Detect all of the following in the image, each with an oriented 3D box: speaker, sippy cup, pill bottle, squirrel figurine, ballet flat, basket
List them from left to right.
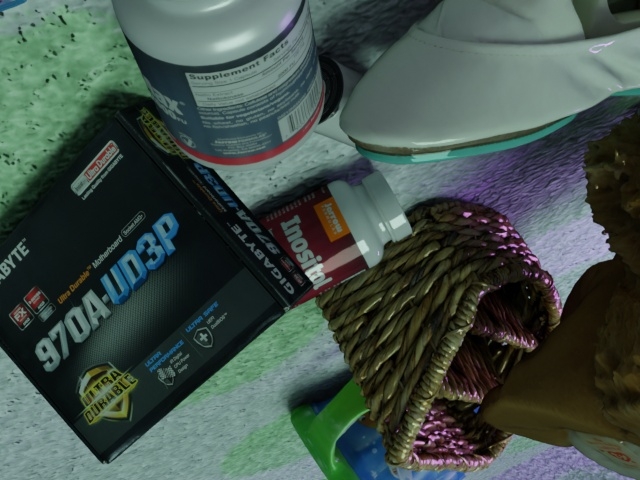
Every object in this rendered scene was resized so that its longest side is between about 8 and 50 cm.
[{"bbox_3d":[-0.058,-0.127,0.555,0.108,0.108,0.180,-24,153,-5],"label":"pill bottle"},{"bbox_3d":[0.000,0.000,0.870,0.152,0.086,0.086,-28,154,2],"label":"pill bottle"},{"bbox_3d":[0.033,-0.097,0.755,0.055,0.055,0.136,-39,152,25],"label":"speaker"},{"bbox_3d":[0.113,0.273,1.352,0.224,0.240,0.305,-35,177,-5],"label":"sippy cup"},{"bbox_3d":[0.169,0.110,1.078,0.213,0.223,0.299,-35,152,17],"label":"basket"},{"bbox_3d":[0.180,-0.159,0.724,0.400,0.139,0.139,-15,152,-30],"label":"ballet flat"},{"bbox_3d":[0.354,0.029,0.921,0.370,0.281,0.397,-62,164,-18],"label":"squirrel figurine"}]

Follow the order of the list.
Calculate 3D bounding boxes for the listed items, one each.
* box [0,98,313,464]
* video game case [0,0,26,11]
[{"bbox_3d":[-0.138,0.036,0.706,0.220,0.175,0.051,-41,180,28],"label":"box"},{"bbox_3d":[-0.232,-0.137,0.437,0.119,0.015,0.166,-13,159,19],"label":"video game case"}]
